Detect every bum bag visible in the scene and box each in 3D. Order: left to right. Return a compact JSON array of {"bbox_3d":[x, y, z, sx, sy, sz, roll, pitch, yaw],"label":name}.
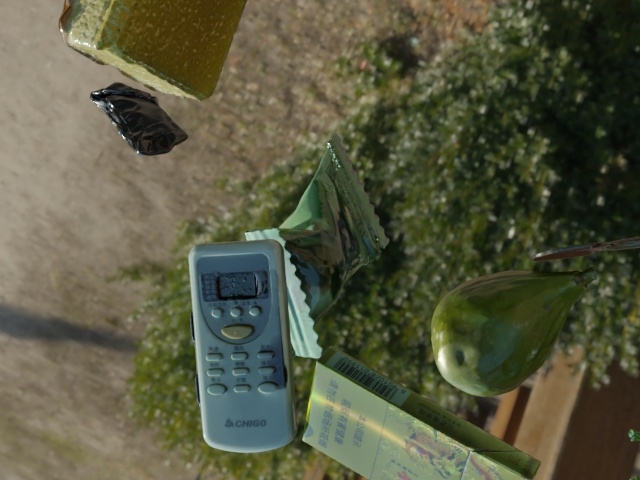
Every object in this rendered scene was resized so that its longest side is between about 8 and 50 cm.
[{"bbox_3d":[-0.168,-0.112,1.028,0.124,0.058,0.034,50,141,41],"label":"bum bag"}]

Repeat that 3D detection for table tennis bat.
[{"bbox_3d":[0.511,0.016,2.080,0.235,0.022,0.131,-8,171,-2],"label":"table tennis bat"}]

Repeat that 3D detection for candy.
[{"bbox_3d":[0.006,-0.001,2.037,0.172,0.398,0.262,0,122,33],"label":"candy"}]

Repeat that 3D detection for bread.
[{"bbox_3d":[-0.238,-0.412,1.741,0.143,0.333,0.324,20,178,25],"label":"bread"}]

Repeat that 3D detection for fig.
[{"bbox_3d":[0.366,0.171,2.072,0.314,0.233,0.233,-8,146,11],"label":"fig"}]

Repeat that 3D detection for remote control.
[{"bbox_3d":[-0.110,0.148,1.549,0.140,0.296,0.056,-3,-177,13],"label":"remote control"}]

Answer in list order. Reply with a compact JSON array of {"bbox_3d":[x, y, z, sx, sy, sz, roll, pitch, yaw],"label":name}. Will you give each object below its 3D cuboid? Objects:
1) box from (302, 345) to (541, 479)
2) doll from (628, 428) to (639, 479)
[{"bbox_3d":[0.123,0.274,1.451,0.311,0.043,0.173,28,136,19],"label":"box"},{"bbox_3d":[0.520,0.331,1.680,0.115,0.190,0.050,12,145,17],"label":"doll"}]
